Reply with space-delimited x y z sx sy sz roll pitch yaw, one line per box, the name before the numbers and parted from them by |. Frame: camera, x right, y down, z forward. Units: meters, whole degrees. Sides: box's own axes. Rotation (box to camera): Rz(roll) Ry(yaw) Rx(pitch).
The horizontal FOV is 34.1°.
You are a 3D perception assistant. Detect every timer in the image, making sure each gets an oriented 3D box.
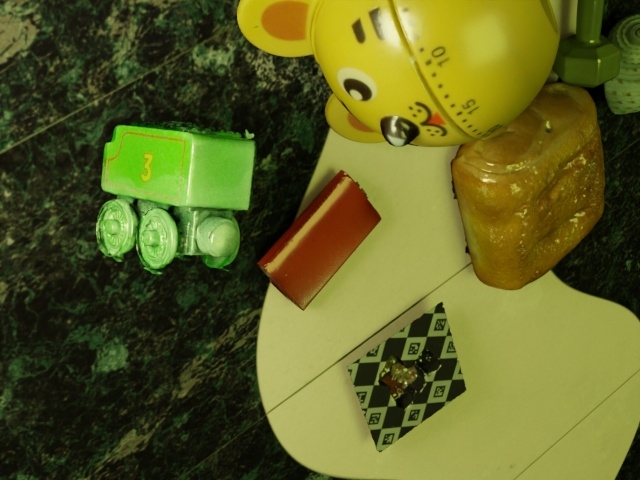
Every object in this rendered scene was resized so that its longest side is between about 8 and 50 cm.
timer | 0.122 -0.277 1.444 0.387 0.376 0.376 -20 140 23

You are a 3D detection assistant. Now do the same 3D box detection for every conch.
conch | 0.607 -0.326 1.943 0.200 0.131 0.172 32 62 -51

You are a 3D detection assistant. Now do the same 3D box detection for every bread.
bread | 0.403 -0.098 1.888 0.328 0.148 0.337 -34 131 -23

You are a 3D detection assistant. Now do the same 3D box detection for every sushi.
sushi | 0.152 0.246 1.926 0.220 0.047 0.231 -32 126 -18

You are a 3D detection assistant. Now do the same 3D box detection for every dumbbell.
dumbbell | 0.467 -0.416 1.799 0.121 0.108 0.301 -23 126 -31

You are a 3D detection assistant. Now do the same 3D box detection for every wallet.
wallet | 0.000 0.000 1.659 0.204 0.045 0.142 -49 137 -9

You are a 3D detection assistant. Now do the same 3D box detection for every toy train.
toy train | -0.189 -0.059 1.332 0.132 0.243 0.188 2 96 -41
